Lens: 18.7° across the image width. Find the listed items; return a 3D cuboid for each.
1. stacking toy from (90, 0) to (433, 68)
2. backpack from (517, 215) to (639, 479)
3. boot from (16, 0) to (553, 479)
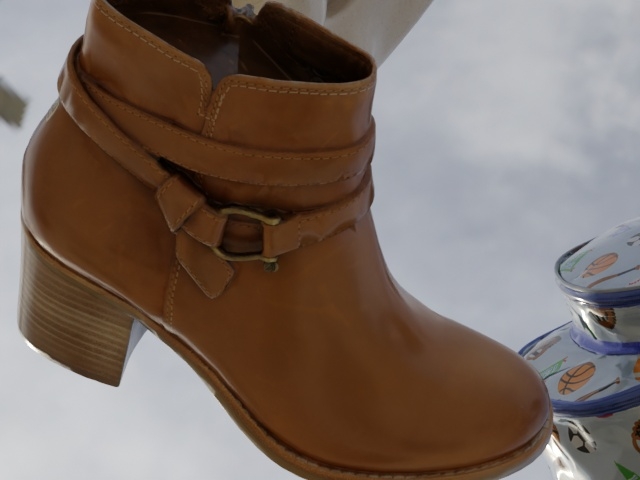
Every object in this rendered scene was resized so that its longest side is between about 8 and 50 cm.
[{"bbox_3d":[-0.130,-0.300,1.182,0.480,0.350,0.350,37,-56,11],"label":"stacking toy"},{"bbox_3d":[0.268,0.085,1.347,0.263,0.276,0.213,-30,-84,-5],"label":"backpack"},{"bbox_3d":[0.000,0.000,0.621,0.197,0.073,0.152,15,-48,-6],"label":"boot"}]
